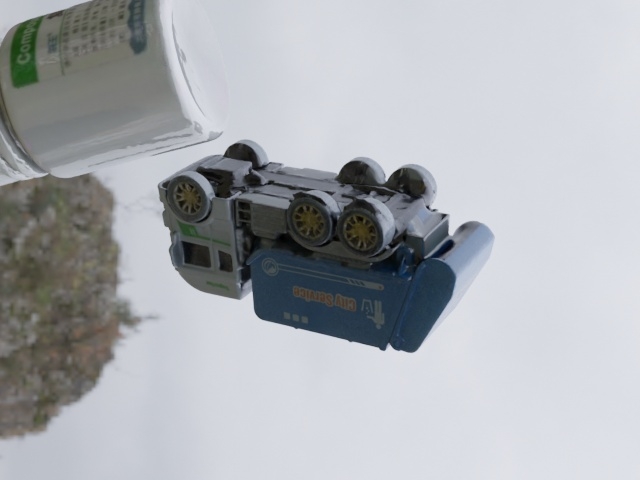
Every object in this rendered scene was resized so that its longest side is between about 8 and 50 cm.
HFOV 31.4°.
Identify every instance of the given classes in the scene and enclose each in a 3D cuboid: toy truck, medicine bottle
[{"bbox_3d":[0.000,0.000,1.262,0.367,0.146,0.175,13,-63,27],"label":"toy truck"},{"bbox_3d":[-0.205,-0.121,0.938,0.139,0.237,0.139,-13,90,-74],"label":"medicine bottle"}]
